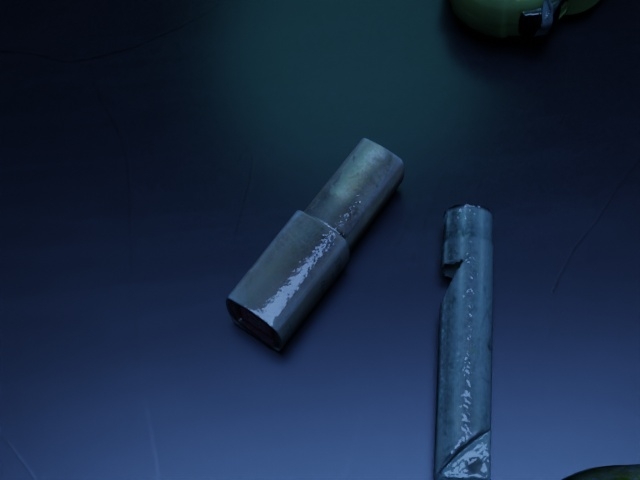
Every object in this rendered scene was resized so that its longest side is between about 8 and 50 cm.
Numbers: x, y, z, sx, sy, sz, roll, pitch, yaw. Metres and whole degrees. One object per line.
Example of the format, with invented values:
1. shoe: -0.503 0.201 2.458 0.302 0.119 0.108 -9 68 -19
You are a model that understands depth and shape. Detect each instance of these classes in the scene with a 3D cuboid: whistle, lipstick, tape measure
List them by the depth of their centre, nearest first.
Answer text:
1. whistle: 0.157 0.110 1.382 0.062 0.062 0.312 2 65 3
2. lipstick: 0.000 0.000 1.429 0.077 0.079 0.253 33 71 16
3. tape measure: 0.239 -0.332 1.564 0.200 0.106 0.175 34 67 19

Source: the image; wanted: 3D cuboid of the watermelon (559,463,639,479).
1. watermelon: 0.280 0.334 1.233 0.305 0.180 0.224 -21 21 -4
